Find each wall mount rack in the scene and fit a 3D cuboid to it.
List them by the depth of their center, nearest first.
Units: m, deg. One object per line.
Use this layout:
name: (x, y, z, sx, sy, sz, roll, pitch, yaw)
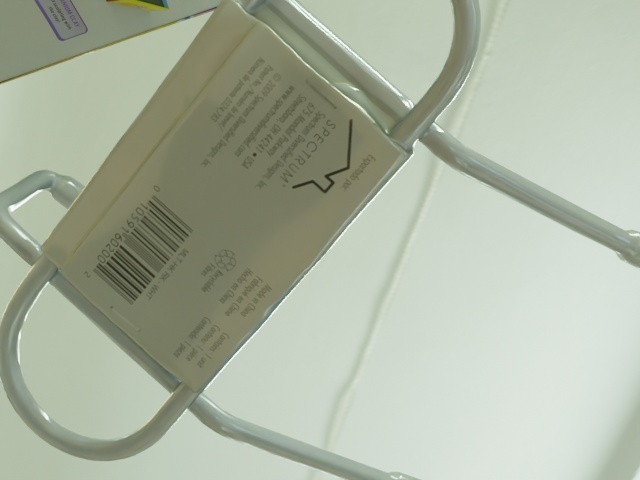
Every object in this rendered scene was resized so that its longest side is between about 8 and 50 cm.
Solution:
wall mount rack: (0.000, 0.000, 0.784, 0.304, 0.130, 0.350, 42, -68, 1)

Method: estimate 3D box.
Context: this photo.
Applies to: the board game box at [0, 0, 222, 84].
board game box: (-0.171, -0.234, 0.910, 0.316, 0.064, 0.242, -13, -58, 29)
